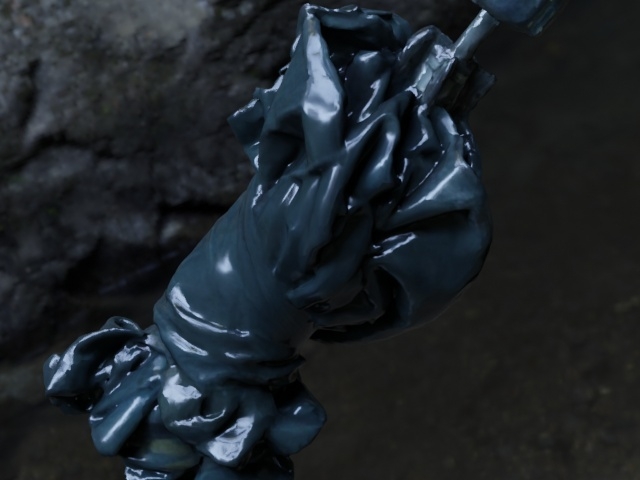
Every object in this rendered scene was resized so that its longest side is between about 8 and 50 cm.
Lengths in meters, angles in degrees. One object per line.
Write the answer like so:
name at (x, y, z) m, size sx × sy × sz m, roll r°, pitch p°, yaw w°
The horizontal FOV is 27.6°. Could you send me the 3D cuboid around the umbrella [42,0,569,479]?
umbrella at (-0.002, 0.000, 0.645) m, size 0.349 × 0.143 × 0.094 m, roll -50°, pitch 20°, yaw 21°
